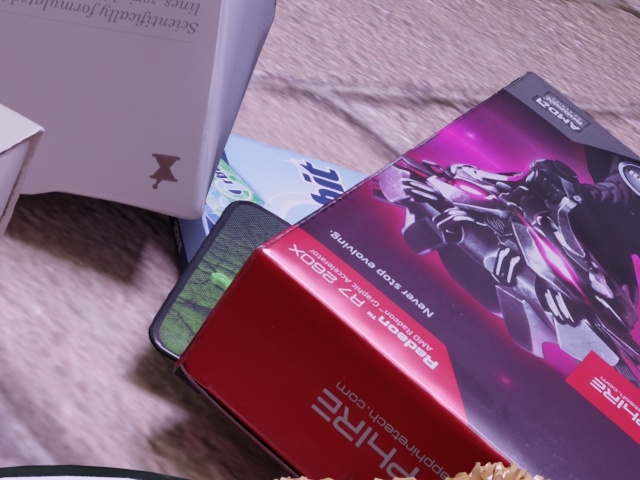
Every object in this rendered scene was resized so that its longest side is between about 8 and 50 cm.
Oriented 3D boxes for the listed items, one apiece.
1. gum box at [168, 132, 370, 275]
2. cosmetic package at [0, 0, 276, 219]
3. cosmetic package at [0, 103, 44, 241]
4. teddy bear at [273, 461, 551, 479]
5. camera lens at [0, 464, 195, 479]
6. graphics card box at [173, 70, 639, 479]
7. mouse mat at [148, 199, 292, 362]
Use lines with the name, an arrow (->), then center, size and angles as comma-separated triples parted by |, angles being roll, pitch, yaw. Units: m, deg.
gum box -> 0.000, 0.000, 1.086 | 0.184, 0.041, 0.157 | 16, 26, -20
cosmetic package -> -0.140, -0.166, 1.102 | 0.217, 0.156, 0.385 | 9, 23, -1
cosmetic package -> -0.287, -0.040, 0.745 | 0.296, 0.153, 0.129 | 30, 25, 5
teddy bear -> -0.016, 0.127, 0.621 | 0.245, 0.113, 0.338 | 2, 7, 35
camera lens -> -0.055, 0.197, 0.330 | 0.219, 0.274, 0.219 | 22, 24, -10
graphics card box -> 0.115, 0.050, 0.963 | 0.233, 0.094, 0.371 | 40, 30, 11
mouse mat -> 0.011, 0.061, 0.954 | 0.190, 0.007, 0.152 | 33, 35, -4
